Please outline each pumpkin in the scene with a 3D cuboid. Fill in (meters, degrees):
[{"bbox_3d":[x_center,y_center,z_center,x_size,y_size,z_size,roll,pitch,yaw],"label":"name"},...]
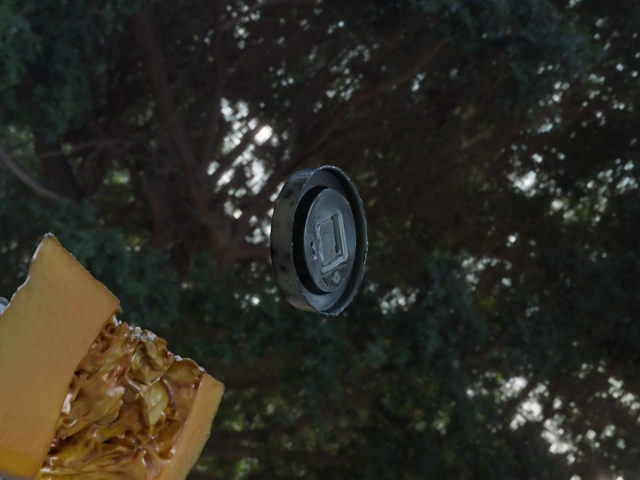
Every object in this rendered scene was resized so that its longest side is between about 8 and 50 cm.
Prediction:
[{"bbox_3d":[-0.169,0.084,0.593,0.126,0.131,0.248,19,-22,26],"label":"pumpkin"}]

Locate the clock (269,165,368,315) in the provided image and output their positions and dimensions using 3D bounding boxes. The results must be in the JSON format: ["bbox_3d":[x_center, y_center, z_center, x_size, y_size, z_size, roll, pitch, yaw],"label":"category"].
[{"bbox_3d":[0.000,0.000,0.564,0.017,0.085,0.085,-1,-44,31],"label":"clock"}]
